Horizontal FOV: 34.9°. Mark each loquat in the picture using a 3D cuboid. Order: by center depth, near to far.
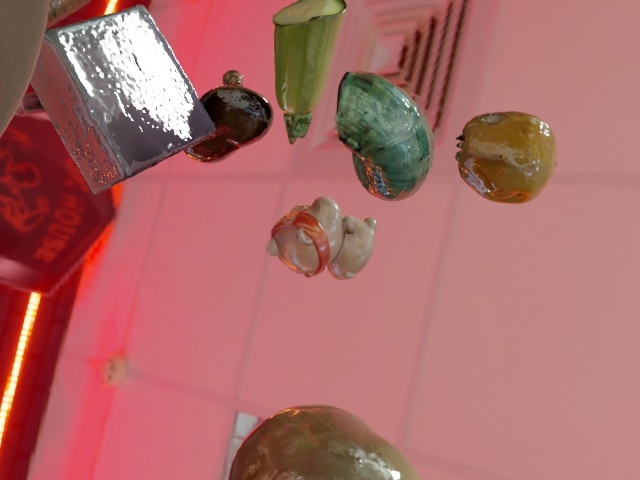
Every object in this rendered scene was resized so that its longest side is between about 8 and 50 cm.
[{"bbox_3d":[0.243,-0.111,1.334,0.113,0.137,0.137,104,-17,-62],"label":"loquat"}]

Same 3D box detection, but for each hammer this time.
[{"bbox_3d":[-0.500,-0.237,1.768,0.043,0.083,0.043,12,-70,35],"label":"hammer"}]

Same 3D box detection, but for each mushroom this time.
[{"bbox_3d":[-0.178,-0.280,2.030,0.227,0.148,0.217,-18,-139,33],"label":"mushroom"}]

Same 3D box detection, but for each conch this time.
[{"bbox_3d":[0.092,-0.142,1.395,0.122,0.188,0.176,-21,-99,5],"label":"conch"}]

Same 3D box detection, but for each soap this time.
[{"bbox_3d":[-0.355,-0.263,1.823,0.107,0.296,0.285,-23,-82,33],"label":"soap"}]

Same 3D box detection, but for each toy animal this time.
[{"bbox_3d":[0.000,0.000,1.996,0.171,0.198,0.171,-24,-121,49],"label":"toy animal"}]

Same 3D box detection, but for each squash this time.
[{"bbox_3d":[-0.044,-0.320,1.881,0.137,0.137,0.287,-119,-147,-41],"label":"squash"}]

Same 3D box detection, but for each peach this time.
[{"bbox_3d":[0.007,0.349,1.346,0.247,0.292,0.292,-38,-132,11],"label":"peach"}]

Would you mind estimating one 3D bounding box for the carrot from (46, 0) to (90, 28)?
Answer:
[{"bbox_3d":[-0.289,-0.259,1.084,0.186,0.060,0.060,-31,-141,-17],"label":"carrot"}]

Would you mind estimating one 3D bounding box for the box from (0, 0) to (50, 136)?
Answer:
[{"bbox_3d":[-0.273,-0.136,0.387,0.216,0.301,0.301,33,-78,25],"label":"box"}]
